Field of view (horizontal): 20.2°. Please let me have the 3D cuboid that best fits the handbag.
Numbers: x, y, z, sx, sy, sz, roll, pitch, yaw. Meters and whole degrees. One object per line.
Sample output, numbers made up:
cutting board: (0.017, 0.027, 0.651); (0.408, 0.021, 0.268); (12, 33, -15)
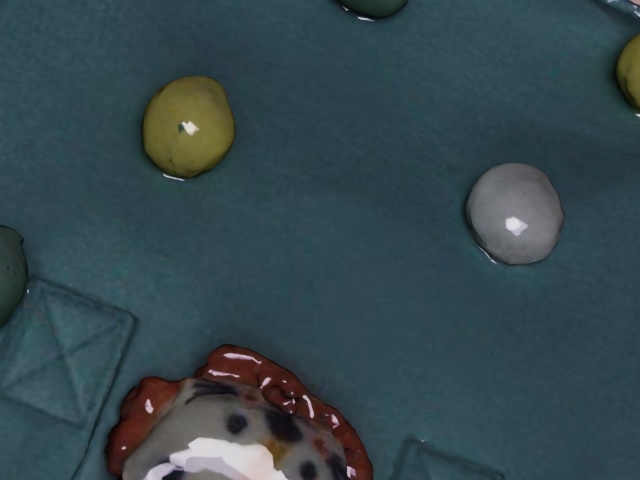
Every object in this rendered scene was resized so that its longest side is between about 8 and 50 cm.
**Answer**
handbag: (0.002, -0.004, 0.587); (0.268, 0.100, 0.274); (25, 58, -9)
